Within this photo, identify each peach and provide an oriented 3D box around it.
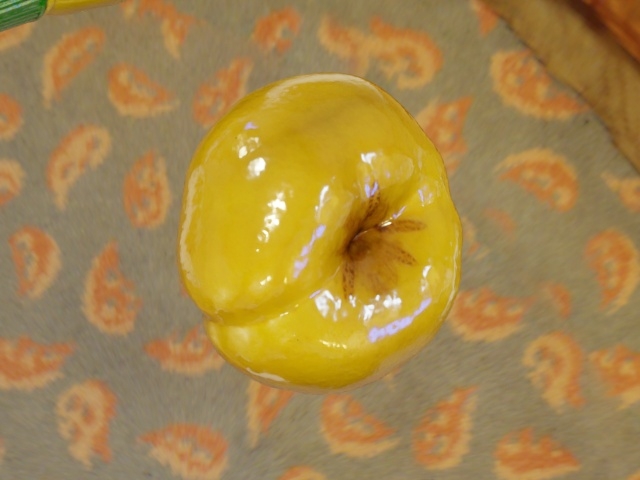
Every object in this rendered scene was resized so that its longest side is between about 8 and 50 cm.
[{"bbox_3d":[0.000,0.000,0.820,0.179,0.103,0.179,-2,93,-43],"label":"peach"}]

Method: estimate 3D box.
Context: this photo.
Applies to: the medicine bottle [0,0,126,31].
[{"bbox_3d":[-0.171,-0.177,0.974,0.095,0.064,0.260,35,44,25],"label":"medicine bottle"}]
